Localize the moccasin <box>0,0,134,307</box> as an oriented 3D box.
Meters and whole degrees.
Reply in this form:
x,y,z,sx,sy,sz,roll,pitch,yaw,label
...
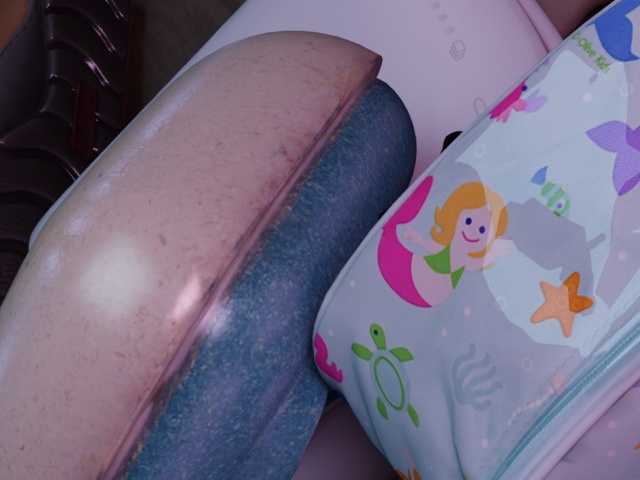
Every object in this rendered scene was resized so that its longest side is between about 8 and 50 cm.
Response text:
x,y,z,sx,sy,sz,roll,pitch,yaw,label
-0.214,-0.043,1.166,0.147,0.139,0.380,-38,39,31,moccasin

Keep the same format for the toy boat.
x,y,z,sx,sy,sz,roll,pitch,yaw,label
-0.049,0.070,0.690,0.318,0.148,0.267,-60,-1,33,toy boat

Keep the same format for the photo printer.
x,y,z,sx,sy,sz,roll,pitch,yaw,label
0.000,0.000,0.860,0.307,0.107,0.256,-43,48,24,photo printer

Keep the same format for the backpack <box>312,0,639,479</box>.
x,y,z,sx,sy,sz,roll,pitch,yaw,label
0.132,0.029,0.563,0.225,0.253,0.191,-45,56,19,backpack

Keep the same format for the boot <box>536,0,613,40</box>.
x,y,z,sx,sy,sz,roll,pitch,yaw,label
0.118,-0.115,0.882,0.087,0.042,0.118,-59,32,13,boot
